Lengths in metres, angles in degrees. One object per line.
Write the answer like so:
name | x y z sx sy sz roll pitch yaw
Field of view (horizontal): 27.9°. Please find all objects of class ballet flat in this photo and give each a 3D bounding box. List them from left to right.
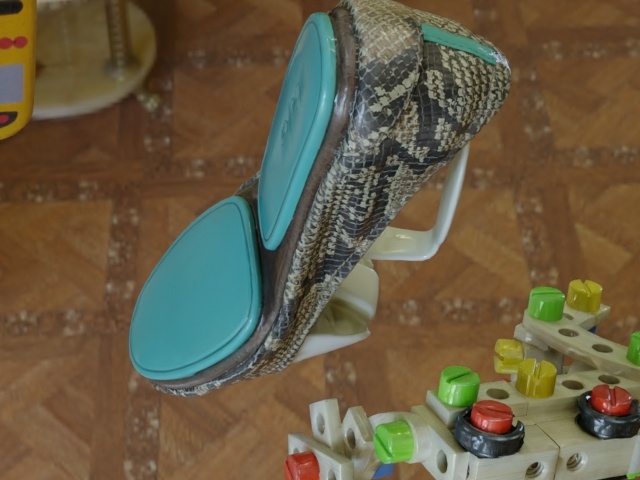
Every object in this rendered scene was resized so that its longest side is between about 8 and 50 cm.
ballet flat | 0.000 0.000 1.003 0.182 0.483 0.164 8 56 -23

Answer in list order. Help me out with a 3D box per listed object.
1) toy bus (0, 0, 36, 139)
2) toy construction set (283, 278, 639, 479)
toy bus | -0.252 -0.210 0.753 0.108 0.130 0.333 -10 48 -21
toy construction set | 0.134 0.132 1.001 0.327 0.151 0.215 -18 29 -18
